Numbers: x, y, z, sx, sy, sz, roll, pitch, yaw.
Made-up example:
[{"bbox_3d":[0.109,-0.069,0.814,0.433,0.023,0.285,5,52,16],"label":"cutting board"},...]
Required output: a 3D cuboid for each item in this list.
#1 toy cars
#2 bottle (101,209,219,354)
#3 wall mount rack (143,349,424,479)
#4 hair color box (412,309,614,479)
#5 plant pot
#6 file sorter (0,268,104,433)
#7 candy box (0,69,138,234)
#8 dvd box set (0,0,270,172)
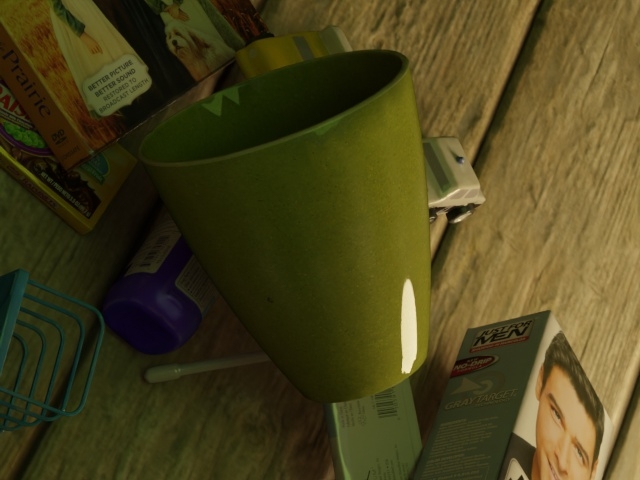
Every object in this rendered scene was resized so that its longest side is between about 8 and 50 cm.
[{"bbox_3d":[0.069,-0.134,2.029,0.393,0.087,0.176,37,36,-31],"label":"toy cars"},{"bbox_3d":[-0.120,-0.011,1.904,0.092,0.118,0.283,41,57,-15],"label":"bottle"},{"bbox_3d":[-0.013,0.219,1.916,0.304,0.130,0.350,-4,80,-39],"label":"wall mount rack"},{"bbox_3d":[0.204,0.266,1.959,0.185,0.113,0.374,59,32,-25],"label":"hair color box"},{"bbox_3d":[0.000,0.000,1.772,0.275,0.274,0.293,-33,112,-36],"label":"plant pot"},{"bbox_3d":[-0.296,0.113,1.718,0.104,0.170,0.118,25,64,-29],"label":"file sorter"},{"bbox_3d":[-0.292,-0.110,1.869,0.206,0.027,0.105,42,54,-18],"label":"candy box"},{"bbox_3d":[-0.269,-0.321,1.904,0.307,0.062,0.420,-39,99,-40],"label":"dvd box set"}]
